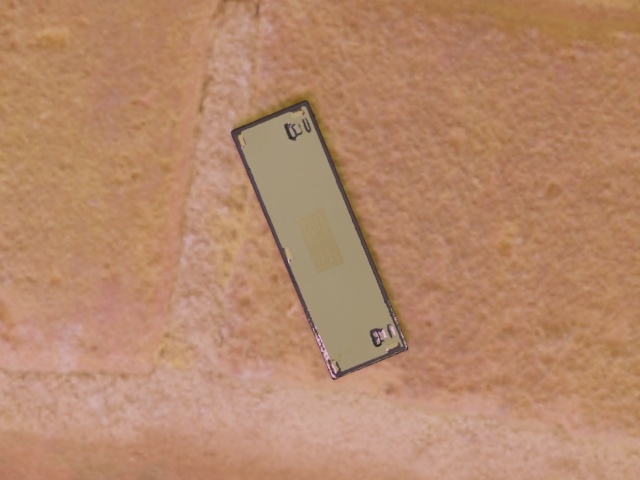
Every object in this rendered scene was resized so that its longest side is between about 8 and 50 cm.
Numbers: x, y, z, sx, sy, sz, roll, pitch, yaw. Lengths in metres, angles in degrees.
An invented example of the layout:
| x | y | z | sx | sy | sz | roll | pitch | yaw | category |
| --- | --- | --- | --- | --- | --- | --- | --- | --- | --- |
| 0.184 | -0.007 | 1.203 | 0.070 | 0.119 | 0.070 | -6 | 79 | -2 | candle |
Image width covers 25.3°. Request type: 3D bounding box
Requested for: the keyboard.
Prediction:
| x | y | z | sx | sy | sz | roll | pitch | yaw | category |
| --- | --- | --- | --- | --- | --- | --- | --- | --- | --- |
| 0.000 | 0.000 | 0.929 | 0.055 | 0.014 | 0.176 | -23 | 93 | -4 | keyboard |
